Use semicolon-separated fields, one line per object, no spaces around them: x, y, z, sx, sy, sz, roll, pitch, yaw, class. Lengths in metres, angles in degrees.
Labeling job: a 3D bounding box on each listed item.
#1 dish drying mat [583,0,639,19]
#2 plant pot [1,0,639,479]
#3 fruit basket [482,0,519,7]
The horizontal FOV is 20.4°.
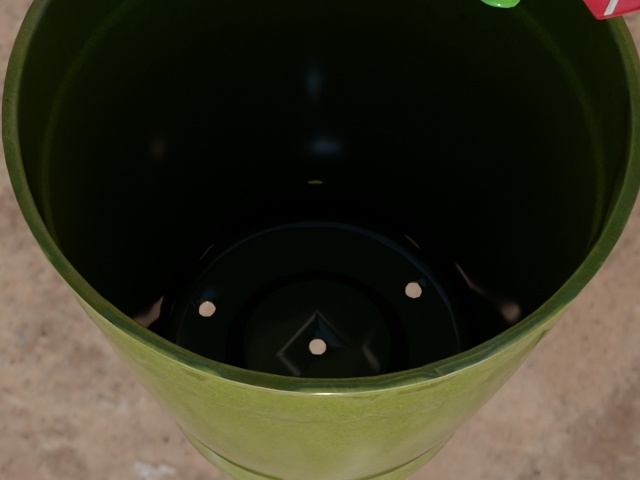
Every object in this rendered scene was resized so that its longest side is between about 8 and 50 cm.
0.080;-0.101;0.558;0.032;0.008;0.083;-9;139;40;dish drying mat
0.000;0.000;1.162;0.366;0.366;0.353;11;153;4;plant pot
0.129;-0.309;0.830;0.392;0.283;0.392;5;147;3;fruit basket
